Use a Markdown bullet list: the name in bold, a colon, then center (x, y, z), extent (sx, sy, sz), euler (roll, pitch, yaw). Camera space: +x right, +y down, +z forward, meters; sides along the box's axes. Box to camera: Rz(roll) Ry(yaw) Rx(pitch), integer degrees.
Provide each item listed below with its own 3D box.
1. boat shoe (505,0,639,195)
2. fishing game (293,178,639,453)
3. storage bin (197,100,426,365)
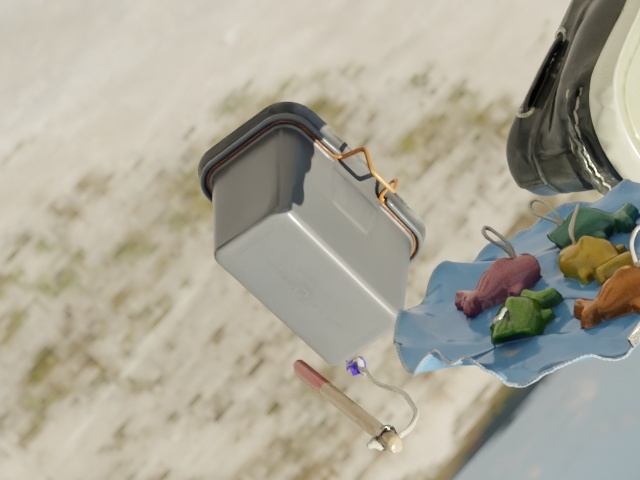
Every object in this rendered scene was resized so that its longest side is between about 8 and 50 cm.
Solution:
- **boat shoe**: center (0.208, -0.129, 1.209), extent (0.113, 0.127, 0.340), euler (-21, -153, 38)
- **fishing game**: center (0.115, 0.009, 0.849), extent (0.264, 0.041, 0.189), euler (-27, -162, -10)
- **storage bin**: center (0.000, 0.000, 1.071), extent (0.098, 0.135, 0.091), euler (-35, -152, 23)
